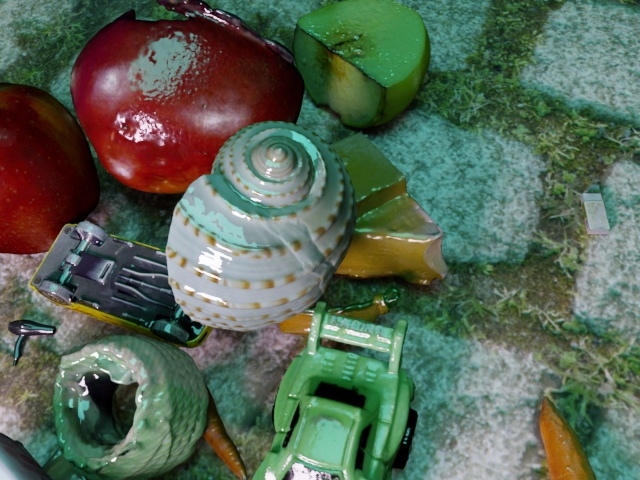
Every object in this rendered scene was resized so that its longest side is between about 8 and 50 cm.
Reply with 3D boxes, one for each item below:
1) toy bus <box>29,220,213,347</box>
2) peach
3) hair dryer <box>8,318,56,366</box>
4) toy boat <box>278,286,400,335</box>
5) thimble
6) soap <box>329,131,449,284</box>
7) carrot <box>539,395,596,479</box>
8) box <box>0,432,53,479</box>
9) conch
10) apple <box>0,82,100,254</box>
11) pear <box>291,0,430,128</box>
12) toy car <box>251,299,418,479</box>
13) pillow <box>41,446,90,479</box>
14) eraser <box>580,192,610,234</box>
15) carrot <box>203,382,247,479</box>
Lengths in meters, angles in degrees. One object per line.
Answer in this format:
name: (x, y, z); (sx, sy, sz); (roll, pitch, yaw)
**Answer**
toy bus: (-0.306, 0.087, 1.151); (0.330, 0.152, 0.144); (16, 64, 17)
peach: (-0.233, -0.261, 1.281); (0.416, 0.339, 0.353); (-24, 95, -12)
hair dryer: (-0.506, 0.179, 1.184); (0.078, 0.031, 0.083); (8, 70, -1)
toy boat: (0.018, 0.116, 1.137); (0.229, 0.089, 0.088); (1, 77, 13)
thimble: (-0.286, 0.242, 1.010); (0.218, 0.150, 0.219); (-8, 71, 23)
soap: (0.000, 0.000, 1.176); (0.338, 0.169, 0.304); (-25, 48, -11)
carrot: (0.356, 0.322, 0.991); (0.072, 0.072, 0.205); (-9, 54, -2)
box: (-0.352, 0.404, 0.891); (0.369, 0.190, 0.112); (41, 68, 17)
conch: (-0.065, 0.001, 0.996); (0.215, 0.319, 0.303); (16, 54, 29)
apple: (-0.545, -0.126, 1.201); (0.288, 0.317, 0.288); (-7, 49, 8)
pear: (0.109, -0.382, 1.431); (0.292, 0.159, 0.293); (0, 58, 0)
toy car: (0.017, 0.289, 0.974); (0.213, 0.176, 0.359); (13, 59, 14)
pillow: (-0.409, 0.402, 1.016); (0.217, 0.033, 0.130); (-41, 66, -21)
eraser: (0.504, -0.050, 1.257); (0.038, 0.019, 0.083); (-1, 56, 6)
carrot: (-0.162, 0.286, 1.040); (0.048, 0.048, 0.216); (-30, 43, -15)
